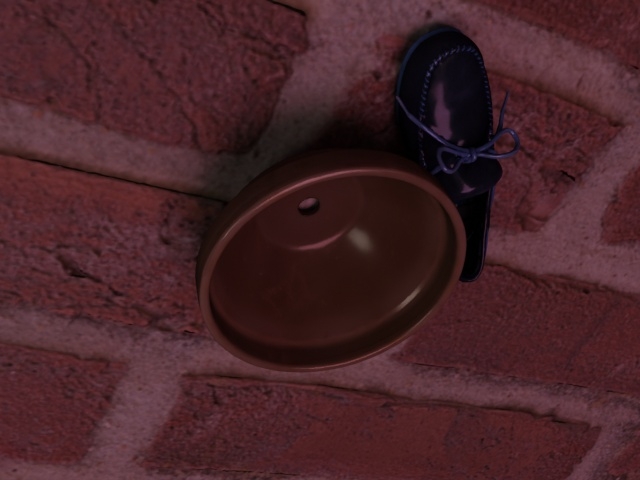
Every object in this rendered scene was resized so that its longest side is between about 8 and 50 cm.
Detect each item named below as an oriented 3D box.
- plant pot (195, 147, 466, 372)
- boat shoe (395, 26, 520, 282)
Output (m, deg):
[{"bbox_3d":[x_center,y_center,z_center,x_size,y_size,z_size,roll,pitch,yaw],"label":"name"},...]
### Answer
[{"bbox_3d":[0.000,0.000,0.870,0.237,0.110,0.237,-10,133,-11],"label":"plant pot"},{"bbox_3d":[0.134,-0.070,0.887,0.109,0.089,0.258,-22,134,-5],"label":"boat shoe"}]
